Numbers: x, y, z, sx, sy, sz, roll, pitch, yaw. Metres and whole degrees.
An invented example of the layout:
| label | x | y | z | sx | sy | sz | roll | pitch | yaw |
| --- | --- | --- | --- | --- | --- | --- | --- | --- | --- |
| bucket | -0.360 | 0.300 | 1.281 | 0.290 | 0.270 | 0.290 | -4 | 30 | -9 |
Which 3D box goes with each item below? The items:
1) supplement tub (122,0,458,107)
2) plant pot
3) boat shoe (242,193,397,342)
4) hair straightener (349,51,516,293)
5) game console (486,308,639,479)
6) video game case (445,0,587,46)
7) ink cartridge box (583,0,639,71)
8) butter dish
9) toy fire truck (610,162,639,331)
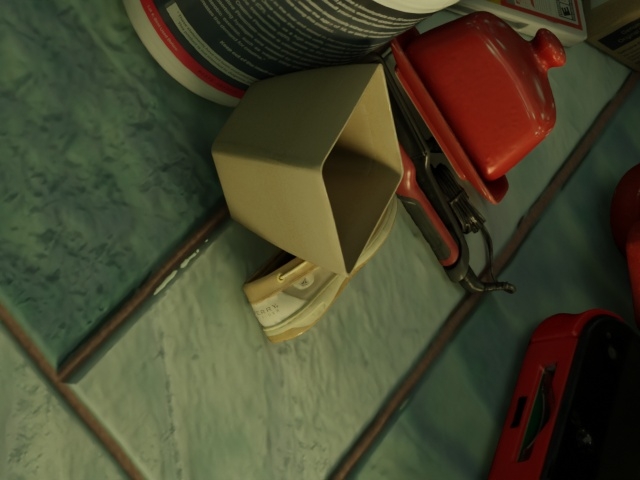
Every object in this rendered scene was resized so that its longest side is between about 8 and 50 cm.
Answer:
| label | x | y | z | sx | sy | sz | roll | pitch | yaw |
| --- | --- | --- | --- | --- | --- | --- | --- | --- | --- |
| supplement tub | 0.003 | -0.222 | 1.219 | 0.191 | 0.272 | 0.191 | 20 | 59 | -36 |
| plant pot | -0.013 | -0.056 | 1.211 | 0.109 | 0.096 | 0.109 | 76 | 33 | -45 |
| boat shoe | 0.000 | 0.000 | 1.264 | 0.059 | 0.063 | 0.170 | 54 | 45 | -19 |
| hair straightener | 0.092 | -0.054 | 1.387 | 0.230 | 0.047 | 0.089 | 53 | 45 | -11 |
| game console | 0.253 | 0.278 | 1.388 | 0.342 | 0.060 | 0.386 | 45 | 47 | -26 |
| video game case | 0.120 | -0.292 | 1.542 | 0.285 | 0.025 | 0.204 | 10 | 65 | -41 |
| ink cartridge box | 0.342 | -0.304 | 1.635 | 0.088 | 0.193 | 0.234 | 24 | 55 | -34 |
| butter dish | 0.139 | -0.125 | 1.385 | 0.160 | 0.118 | 0.160 | 58 | 13 | -2 |
| toy fire truck | 0.398 | 0.041 | 1.552 | 0.302 | 0.169 | 0.254 | -18 | 103 | -35 |
